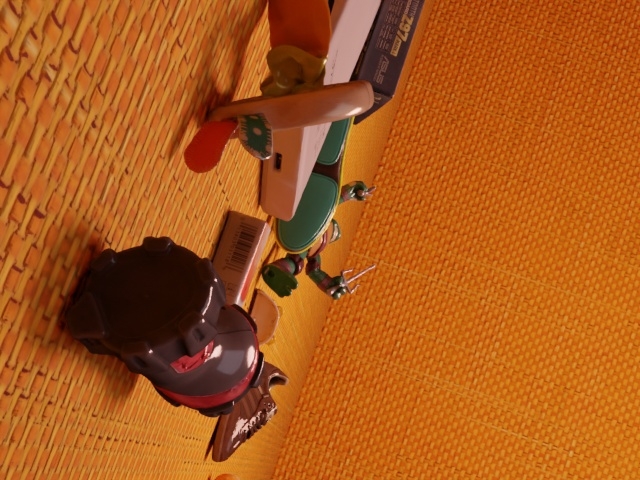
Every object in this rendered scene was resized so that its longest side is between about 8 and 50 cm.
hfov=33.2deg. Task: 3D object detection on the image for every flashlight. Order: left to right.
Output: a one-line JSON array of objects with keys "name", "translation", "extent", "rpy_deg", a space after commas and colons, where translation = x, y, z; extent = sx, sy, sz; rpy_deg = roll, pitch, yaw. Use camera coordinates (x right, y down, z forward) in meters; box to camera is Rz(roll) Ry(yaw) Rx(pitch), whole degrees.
[{"name": "flashlight", "translation": [-0.098, 0.068, 0.804], "extent": [0.304, 0.103, 0.103], "rpy_deg": [93, 17, -74]}]

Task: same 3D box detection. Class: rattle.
[{"name": "rattle", "translation": [-0.043, -0.142, 0.866], "extent": [0.199, 0.130, 0.143], "rpy_deg": [-18, 120, -50]}]

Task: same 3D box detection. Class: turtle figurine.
[{"name": "turtle figurine", "translation": [0.000, 0.000, 1.561], "extent": [0.234, 0.118, 0.175], "rpy_deg": [-24, 119, -63]}]

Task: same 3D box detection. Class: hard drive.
[{"name": "hard drive", "translation": [0.012, -0.227, 1.260], "extent": [0.233, 0.047, 0.353], "rpy_deg": [100, 10, -61]}]

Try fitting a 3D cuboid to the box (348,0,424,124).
[{"name": "box", "translation": [0.086, -0.292, 1.514], "extent": [0.183, 0.059, 0.233], "rpy_deg": [154, -45, -76]}]

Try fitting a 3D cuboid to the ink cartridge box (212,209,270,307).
[{"name": "ink cartridge box", "translation": [-0.091, 0.053, 1.168], "extent": [0.179, 0.045, 0.145], "rpy_deg": [59, 50, -80]}]

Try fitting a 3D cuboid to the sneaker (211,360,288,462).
[{"name": "sneaker", "translation": [-0.103, 0.252, 1.594], "extent": [0.066, 0.071, 0.188], "rpy_deg": [103, 7, -47]}]

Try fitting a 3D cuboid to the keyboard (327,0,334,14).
[{"name": "keyboard", "translation": [0.007, -0.287, 1.044], "extent": [0.100, 0.038, 0.192], "rpy_deg": [-66, 172, -71]}]

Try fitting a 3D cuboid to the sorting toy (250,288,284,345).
[{"name": "sorting toy", "translation": [-0.084, 0.107, 1.514], "extent": [0.075, 0.045, 0.083], "rpy_deg": [-140, -113, -75]}]

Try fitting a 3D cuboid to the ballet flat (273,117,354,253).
[{"name": "ballet flat", "translation": [-0.008, -0.092, 1.422], "extent": [0.077, 0.077, 0.231], "rpy_deg": [178, -71, -78]}]

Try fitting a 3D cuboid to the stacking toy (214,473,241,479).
[{"name": "stacking toy", "translation": [-0.136, 0.470, 1.756], "extent": [0.302, 0.175, 0.166], "rpy_deg": [84, 26, -43]}]
